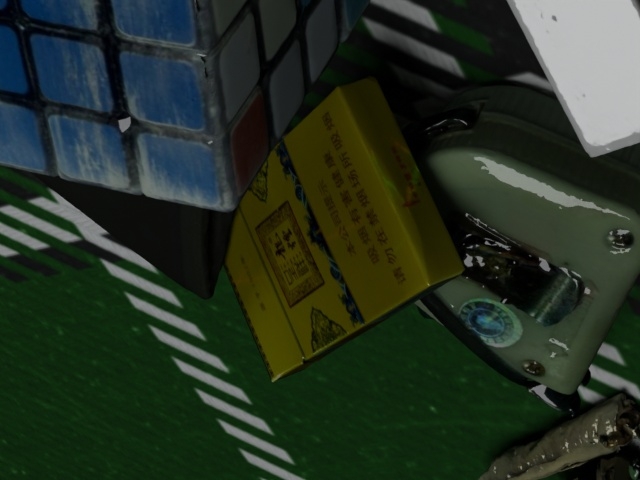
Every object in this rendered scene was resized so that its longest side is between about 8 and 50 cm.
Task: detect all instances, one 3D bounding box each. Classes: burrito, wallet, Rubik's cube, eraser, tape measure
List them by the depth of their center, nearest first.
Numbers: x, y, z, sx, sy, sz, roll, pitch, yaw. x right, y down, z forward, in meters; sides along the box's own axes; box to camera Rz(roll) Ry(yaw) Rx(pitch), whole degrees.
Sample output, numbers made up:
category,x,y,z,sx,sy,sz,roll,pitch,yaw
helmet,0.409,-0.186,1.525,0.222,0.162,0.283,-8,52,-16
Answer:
category,x,y,z,sx,sy,sz,roll,pitch,yaw
eraser,0.139,-0.201,0.976,0.076,0.078,0.298,-19,112,31
Rubik's cube,-0.131,-0.207,1.023,0.256,0.253,0.259,11,133,19
tape measure,0.135,0.009,1.188,0.207,0.115,0.235,22,137,5
wallet,-0.171,-0.068,1.306,0.245,0.052,0.168,35,145,20
burrito,0.200,0.179,1.369,0.045,0.041,0.185,5,153,-40

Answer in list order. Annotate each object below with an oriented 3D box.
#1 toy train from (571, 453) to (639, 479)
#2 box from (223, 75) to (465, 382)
category,x,y,z,sx,sy,sz,roll,pitch,yaw
toy train,0.272,0.194,1.315,0.085,0.053,0.249,17,146,-32
box,0.000,0.000,1.208,0.153,0.041,0.279,65,150,7
